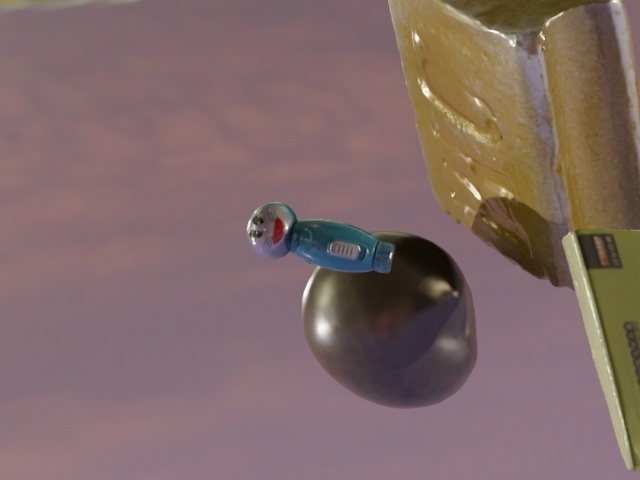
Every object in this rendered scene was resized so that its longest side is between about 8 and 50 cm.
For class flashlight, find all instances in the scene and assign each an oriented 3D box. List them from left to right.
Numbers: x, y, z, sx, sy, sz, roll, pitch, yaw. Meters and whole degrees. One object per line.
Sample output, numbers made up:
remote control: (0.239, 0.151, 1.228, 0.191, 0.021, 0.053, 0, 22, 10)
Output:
flashlight: (0.000, 0.000, 1.576, 0.129, 0.051, 0.051, 12, -163, 8)

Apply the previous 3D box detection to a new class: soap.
soap: (0.217, -0.146, 1.983, 0.156, 0.335, 0.293, -26, -144, -16)

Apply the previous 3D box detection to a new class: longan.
longan: (0.078, 0.086, 2.040, 0.198, 0.212, 0.198, -28, -147, 20)

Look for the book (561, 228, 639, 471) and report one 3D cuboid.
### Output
book: (0.405, 0.101, 1.743, 0.352, 0.239, 0.035, 2, 152, -28)
